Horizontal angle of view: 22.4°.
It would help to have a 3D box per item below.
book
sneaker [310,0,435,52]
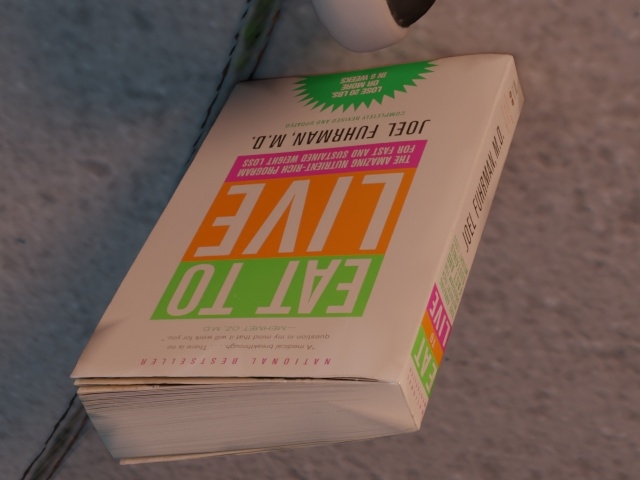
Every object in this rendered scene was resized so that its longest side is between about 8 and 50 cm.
[{"bbox_3d":[0.000,0.000,0.473,0.096,0.144,0.035,-5,128,24],"label":"book"},{"bbox_3d":[0.058,-0.147,0.349,0.147,0.104,0.296,-6,147,-2],"label":"sneaker"}]
